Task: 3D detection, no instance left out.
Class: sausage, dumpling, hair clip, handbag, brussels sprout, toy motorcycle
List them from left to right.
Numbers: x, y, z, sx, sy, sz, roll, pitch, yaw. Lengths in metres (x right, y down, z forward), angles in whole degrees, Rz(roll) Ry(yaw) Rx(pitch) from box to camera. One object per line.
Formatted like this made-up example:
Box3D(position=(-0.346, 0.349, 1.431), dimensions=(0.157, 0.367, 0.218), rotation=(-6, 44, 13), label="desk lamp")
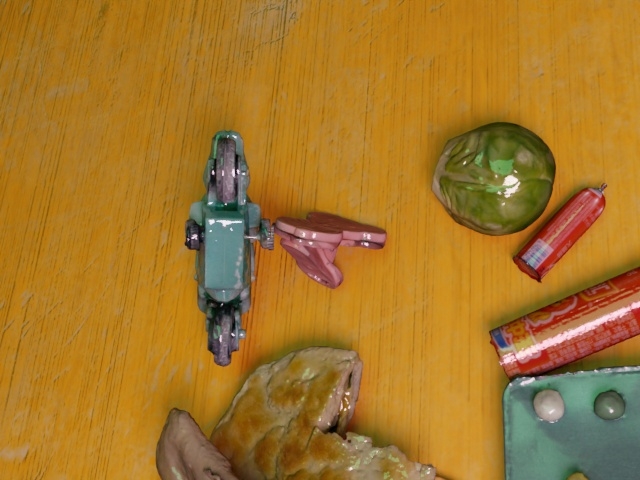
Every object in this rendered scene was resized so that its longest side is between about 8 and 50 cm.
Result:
Box3D(position=(-0.121, 0.004, 1.105), dimensions=(0.109, 0.198, 0.297), rotation=(1, 107, -6), label="toy motorcycle")
Box3D(position=(-0.086, 0.326, 0.898), dimensions=(0.332, 0.086, 0.166), rotation=(35, 111, 46), label="dumpling")
Box3D(position=(0.005, -0.010, 1.085), dimensions=(0.123, 0.138, 0.102), rotation=(18, 71, 37), label="hair clip")
Box3D(position=(0.216, -0.080, 1.031), dimensions=(0.155, 0.117, 0.155), rotation=(-4, 73, 14), label="brussels sprout")
Box3D(position=(0.298, -0.016, 1.010), dimensions=(0.048, 0.050, 0.145), rotation=(43, 88, 5), label="sausage")
Box3D(position=(0.327, 0.082, 0.935), dimensions=(0.274, 0.074, 0.074), rotation=(-25, 60, 12), label="sausage")
Box3D(position=(0.319, 0.253, 0.828), dimensions=(0.268, 0.100, 0.274), rotation=(-7, 56, 21), label="handbag")

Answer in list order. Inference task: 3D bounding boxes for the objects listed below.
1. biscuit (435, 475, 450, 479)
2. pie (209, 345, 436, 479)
Box3D(position=(0.130, 0.380, 0.913), dimensions=(0.204, 0.040, 0.309), rotation=(-39, 59, 4), label="biscuit")
Box3D(position=(-0.025, 0.290, 0.972), dimensions=(0.337, 0.075, 0.338), rotation=(-20, 54, 31), label="pie")
